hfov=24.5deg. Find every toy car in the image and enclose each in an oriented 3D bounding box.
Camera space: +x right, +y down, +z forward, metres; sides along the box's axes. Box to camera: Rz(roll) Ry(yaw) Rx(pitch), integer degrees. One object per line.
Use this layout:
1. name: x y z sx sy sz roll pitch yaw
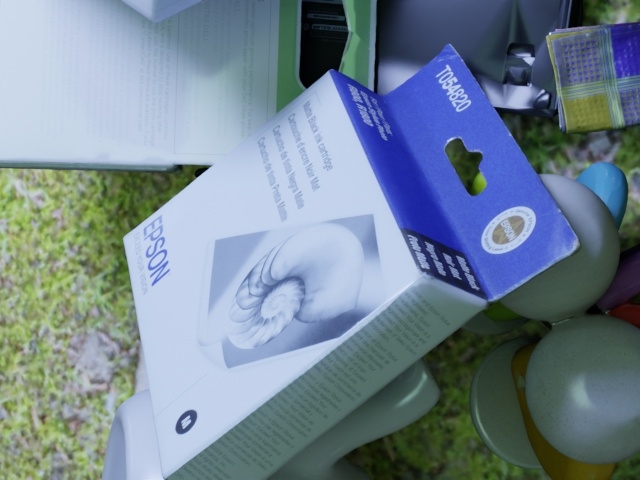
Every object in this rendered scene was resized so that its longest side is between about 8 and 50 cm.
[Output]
1. toy car: 0.145 0.037 0.797 0.136 0.159 0.182 -18 85 -13

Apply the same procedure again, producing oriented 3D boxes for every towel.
1. towel: 0.170 -0.092 0.824 0.083 0.009 0.060 -6 89 1

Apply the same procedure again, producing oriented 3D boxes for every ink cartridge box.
1. ink cartridge box: 0.000 0.000 0.766 0.224 0.045 0.223 -38 32 11
2. ink cartridge box: -0.085 -0.126 0.896 0.235 0.056 0.171 2 88 -1

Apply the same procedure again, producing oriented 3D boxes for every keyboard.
1. keyboard: -0.001 -0.109 0.903 0.317 0.033 0.201 8 90 24

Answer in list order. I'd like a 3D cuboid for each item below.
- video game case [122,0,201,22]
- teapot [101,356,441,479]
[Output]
1. video game case: -0.089 -0.205 0.854 0.190 0.173 0.022 37 143 31
2. teapot: -0.033 0.208 0.846 0.187 0.256 0.252 6 70 -13
